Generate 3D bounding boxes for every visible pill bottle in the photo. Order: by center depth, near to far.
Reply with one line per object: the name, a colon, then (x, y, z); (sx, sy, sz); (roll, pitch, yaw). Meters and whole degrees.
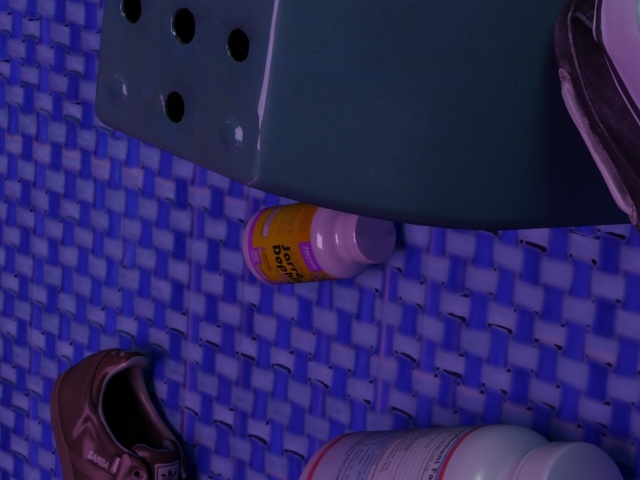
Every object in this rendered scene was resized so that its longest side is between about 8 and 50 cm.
pill bottle: (0.067, 0.133, 0.913); (0.160, 0.087, 0.087); (-9, 90, 46)
pill bottle: (0.000, 0.000, 0.992); (0.083, 0.043, 0.043); (-7, 91, 47)

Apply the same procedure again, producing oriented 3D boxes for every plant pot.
plant pot: (0.028, -0.095, 0.809); (0.165, 0.234, 0.166); (24, 114, 42)

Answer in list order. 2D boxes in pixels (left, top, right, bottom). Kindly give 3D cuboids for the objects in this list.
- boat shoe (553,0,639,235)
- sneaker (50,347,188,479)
boat shoe: (0.190, 0.024, 0.734); (0.306, 0.113, 0.105); (53, 157, -3)
sneaker: (-0.111, 0.156, 1.118); (0.071, 0.066, 0.188); (-31, 75, 44)
